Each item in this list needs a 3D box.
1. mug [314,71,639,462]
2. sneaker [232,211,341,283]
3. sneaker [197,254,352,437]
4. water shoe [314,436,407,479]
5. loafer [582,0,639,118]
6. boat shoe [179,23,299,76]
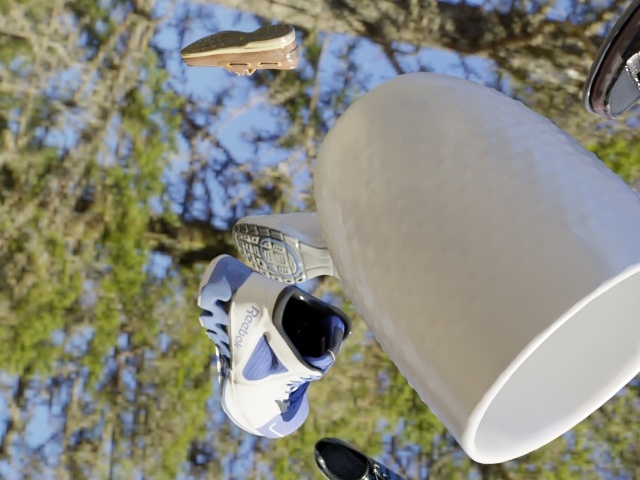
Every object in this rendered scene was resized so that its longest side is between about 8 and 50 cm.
[{"bbox_3d":[0.187,-0.004,1.250,0.328,0.374,0.276,50,-50,29],"label":"mug"},{"bbox_3d":[0.000,0.000,2.075,0.129,0.297,0.111,-63,156,-48],"label":"sneaker"},{"bbox_3d":[-0.046,0.167,1.737,0.182,0.127,0.315,13,-42,30],"label":"sneaker"},{"bbox_3d":[0.073,0.344,1.741,0.203,0.080,0.073,29,-101,18],"label":"water shoe"},{"bbox_3d":[0.434,-0.265,1.506,0.095,0.109,0.302,36,-93,35],"label":"loafer"},{"bbox_3d":[-0.111,-0.253,1.729,0.178,0.064,0.060,-2,-58,26],"label":"boat shoe"}]
